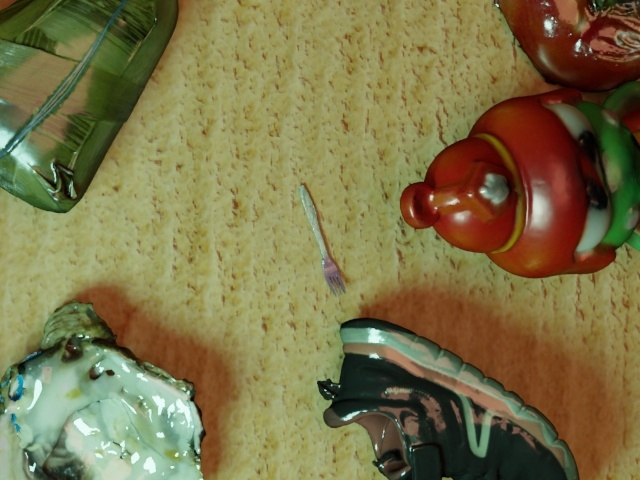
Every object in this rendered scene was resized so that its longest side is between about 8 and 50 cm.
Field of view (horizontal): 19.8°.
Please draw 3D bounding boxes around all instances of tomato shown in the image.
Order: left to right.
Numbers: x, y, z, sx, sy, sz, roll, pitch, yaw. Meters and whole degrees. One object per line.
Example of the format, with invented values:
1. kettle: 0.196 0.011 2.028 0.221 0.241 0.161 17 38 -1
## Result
1. tomato: 0.293 -0.262 1.849 0.228 0.101 0.228 0 90 -15

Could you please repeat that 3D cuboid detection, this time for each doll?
1. doll: 0.223 -0.054 1.773 0.363 0.160 0.183 -8 89 -36

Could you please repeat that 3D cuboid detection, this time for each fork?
1. fork: 0.000 0.000 1.791 0.016 0.012 0.115 -20 89 -21

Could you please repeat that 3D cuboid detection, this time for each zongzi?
1. zongzi: -0.287 -0.189 1.655 0.274 0.125 0.251 29 80 -8

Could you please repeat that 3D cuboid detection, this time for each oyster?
1. oyster: -0.214 0.195 1.679 0.214 0.083 0.223 42 82 -8

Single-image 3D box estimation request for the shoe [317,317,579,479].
1. shoe: 0.121 0.193 1.763 0.291 0.114 0.137 33 73 -11
